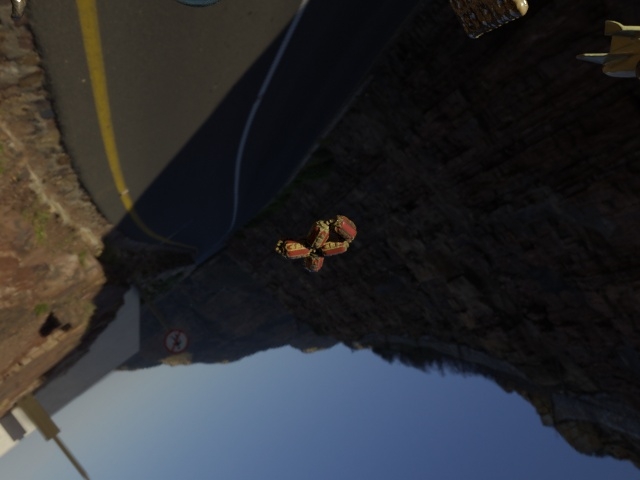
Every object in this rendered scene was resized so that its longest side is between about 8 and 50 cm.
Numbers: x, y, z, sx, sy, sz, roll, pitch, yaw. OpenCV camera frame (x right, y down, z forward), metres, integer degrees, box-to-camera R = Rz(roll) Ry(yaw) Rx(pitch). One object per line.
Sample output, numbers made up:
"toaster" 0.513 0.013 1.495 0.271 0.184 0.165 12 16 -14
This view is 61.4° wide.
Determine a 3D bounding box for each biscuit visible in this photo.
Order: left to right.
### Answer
"biscuit" 0.344 -0.568 1.206 0.044 0.217 0.325 -32 -167 4

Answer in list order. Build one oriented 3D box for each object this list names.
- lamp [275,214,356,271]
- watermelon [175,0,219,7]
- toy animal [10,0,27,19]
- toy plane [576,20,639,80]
"lamp" 0.000 0.000 0.596 0.083 0.063 0.031 -34 -136 27
"watermelon" -0.331 -0.689 1.260 0.262 0.201 0.213 11 153 -34
"toy animal" -0.451 -0.388 0.680 0.084 0.233 0.148 -52 177 -42
"toy plane" 0.462 -0.235 0.670 0.229 0.092 0.244 5 -173 -36
